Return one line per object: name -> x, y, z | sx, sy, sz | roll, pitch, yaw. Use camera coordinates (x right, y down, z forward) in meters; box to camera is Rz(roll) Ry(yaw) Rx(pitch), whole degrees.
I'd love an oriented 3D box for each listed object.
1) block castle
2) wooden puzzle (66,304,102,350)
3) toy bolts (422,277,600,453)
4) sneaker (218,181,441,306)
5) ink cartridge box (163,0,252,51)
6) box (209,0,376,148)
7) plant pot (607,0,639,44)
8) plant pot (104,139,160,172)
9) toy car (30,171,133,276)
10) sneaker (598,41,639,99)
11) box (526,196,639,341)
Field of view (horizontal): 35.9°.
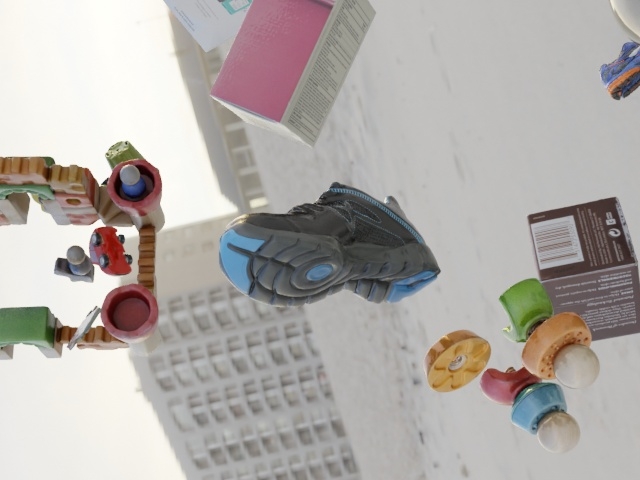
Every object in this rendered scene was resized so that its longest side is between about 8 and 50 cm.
block castle -> -0.466, 0.024, 1.534 | 0.213, 0.454, 0.302 | 88, -179, -67
wooden puzzle -> -0.311, 0.115, 1.303 | 0.006, 0.049, 0.083 | 39, -134, -16
toy bolts -> 0.276, 0.206, 1.363 | 0.158, 0.218, 0.228 | 54, 169, 43
sneaker -> 0.000, 0.000, 1.237 | 0.341, 0.125, 0.139 | 8, -128, -46
ink cartridge box -> -0.187, -0.577, 2.070 | 0.197, 0.270, 0.198 | 48, -158, -44
box -> -0.037, -0.273, 1.430 | 0.232, 0.127, 0.149 | -65, -20, -1
plant pot -> 0.585, -0.423, 1.630 | 0.191, 0.284, 0.284 | 124, 136, -66
plant pot -> -0.340, -0.133, 1.748 | 0.083, 0.083, 0.079 | -101, -15, -55
toy car -> -0.400, -0.060, 1.798 | 0.239, 0.053, 0.225 | 48, -143, -10
sneaker -> 0.685, -0.402, 2.106 | 0.087, 0.221, 0.083 | 56, -170, 31
box -> 0.478, 0.059, 1.783 | 0.203, 0.167, 0.168 | 65, -162, -45
